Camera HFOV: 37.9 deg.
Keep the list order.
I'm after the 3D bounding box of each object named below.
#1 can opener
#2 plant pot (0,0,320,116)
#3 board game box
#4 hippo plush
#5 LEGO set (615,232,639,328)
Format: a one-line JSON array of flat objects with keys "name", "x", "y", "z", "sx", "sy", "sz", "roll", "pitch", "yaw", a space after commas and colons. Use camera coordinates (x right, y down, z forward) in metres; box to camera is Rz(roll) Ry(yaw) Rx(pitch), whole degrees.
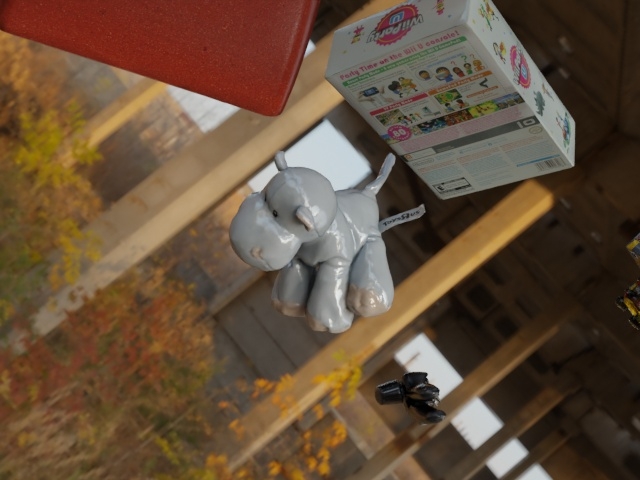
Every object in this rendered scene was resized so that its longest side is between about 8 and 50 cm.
[{"name": "can opener", "x": 0.112, "y": 0.185, "z": 1.059, "sx": 0.186, "sy": 0.073, "sz": 0.059, "roll": 156, "pitch": -88, "yaw": -81}, {"name": "plant pot", "x": -0.103, "y": -0.311, "z": 0.799, "sx": 0.267, "sy": 0.267, "sz": 0.236, "roll": 16, "pitch": -36, "yaw": -19}, {"name": "board game box", "x": 0.186, "y": -0.196, "z": 1.292, "sx": 0.224, "sy": 0.097, "sz": 0.303, "roll": -14, "pitch": -40, "yaw": 36}, {"name": "hippo plush", "x": 0.000, "y": 0.000, "z": 1.416, "sx": 0.236, "sy": 0.294, "sz": 0.234, "roll": 30, "pitch": 28, "yaw": -58}, {"name": "LEGO set", "x": 0.488, "y": 0.016, "z": 0.939, "sx": 0.255, "sy": 0.331, "sz": 0.192, "roll": 55, "pitch": -4, "yaw": -32}]
